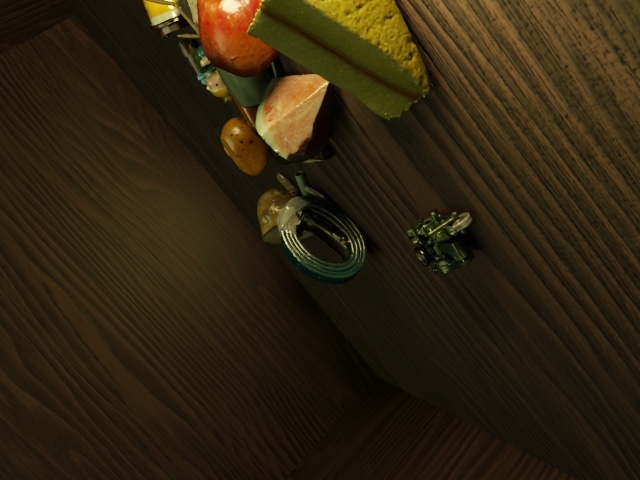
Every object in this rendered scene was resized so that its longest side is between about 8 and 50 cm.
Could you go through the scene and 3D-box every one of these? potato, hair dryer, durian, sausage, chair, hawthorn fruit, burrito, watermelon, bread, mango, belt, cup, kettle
[{"bbox_3d":[-0.181,-0.146,2.119,0.288,0.300,0.237,31,-141,-57],"label":"potato"},{"bbox_3d":[-0.030,-0.226,1.872,0.183,0.044,0.155,28,155,39],"label":"hair dryer"},{"bbox_3d":[-0.013,-0.321,1.516,0.140,0.110,0.071,21,124,55],"label":"durian"},{"bbox_3d":[-0.300,-0.571,1.691,0.093,0.093,0.312,26,153,52],"label":"sausage"},{"bbox_3d":[-0.406,-0.790,1.384,0.188,0.166,0.272,49,-154,-2],"label":"chair"},{"bbox_3d":[-0.237,-0.617,1.131,0.254,0.254,0.300,41,174,25],"label":"hawthorn fruit"},{"bbox_3d":[-0.168,-0.282,2.083,0.149,0.041,0.055,46,150,21],"label":"burrito"},{"bbox_3d":[-0.094,-0.414,1.303,0.250,0.283,0.293,22,133,7],"label":"watermelon"},{"bbox_3d":[0.058,-0.403,0.910,0.362,0.245,0.233,56,162,-11],"label":"bread"},{"bbox_3d":[-0.333,-0.433,1.905,0.160,0.191,0.290,40,158,49],"label":"mango"},{"bbox_3d":[0.001,0.001,1.821,0.436,0.300,0.173,41,162,11],"label":"belt"},{"bbox_3d":[-0.572,-0.906,1.502,0.196,0.196,0.280,28,144,51],"label":"cup"},{"bbox_3d":[-0.247,-0.595,1.413,0.240,0.165,0.255,3,141,28],"label":"kettle"}]

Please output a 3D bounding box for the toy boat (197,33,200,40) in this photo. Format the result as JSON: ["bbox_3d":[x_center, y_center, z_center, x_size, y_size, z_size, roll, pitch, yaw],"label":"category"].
[{"bbox_3d":[-0.473,-0.834,1.675,0.063,0.016,0.115,51,163,-10],"label":"toy boat"}]

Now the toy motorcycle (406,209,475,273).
[{"bbox_3d":[0.367,0.014,1.234,0.205,0.127,0.275,54,166,-8],"label":"toy motorcycle"}]

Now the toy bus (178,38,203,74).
[{"bbox_3d":[-0.560,-0.818,1.836,0.057,0.072,0.172,29,154,58],"label":"toy bus"}]

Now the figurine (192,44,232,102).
[{"bbox_3d":[-0.421,-0.691,1.708,0.185,0.127,0.234,-2,119,50],"label":"figurine"}]

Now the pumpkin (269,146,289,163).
[{"bbox_3d":[-0.127,-0.397,1.549,0.219,0.162,0.219,161,90,-87],"label":"pumpkin"}]
